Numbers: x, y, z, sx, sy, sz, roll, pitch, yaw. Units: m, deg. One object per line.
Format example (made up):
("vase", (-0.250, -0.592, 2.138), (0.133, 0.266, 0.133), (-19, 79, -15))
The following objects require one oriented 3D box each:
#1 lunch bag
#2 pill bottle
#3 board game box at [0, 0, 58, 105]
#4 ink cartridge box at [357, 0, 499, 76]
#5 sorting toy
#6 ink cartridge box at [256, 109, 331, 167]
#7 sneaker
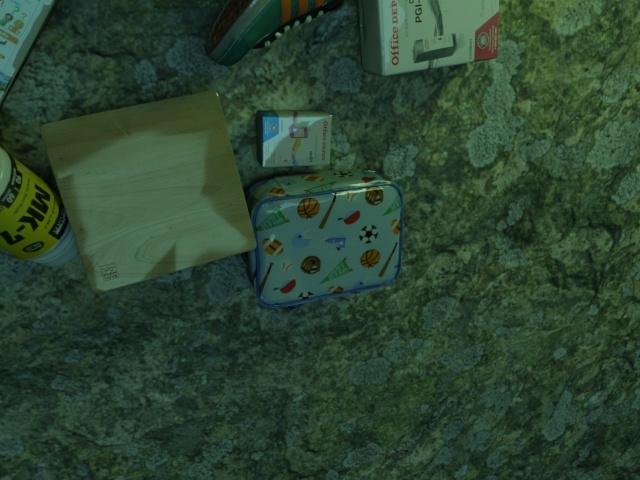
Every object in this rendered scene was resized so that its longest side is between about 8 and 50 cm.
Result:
("lunch bag", (0.000, 0.000, 1.008), (0.304, 0.115, 0.243), (-8, 117, -16))
("pill bottle", (-0.438, -0.042, 0.792), (0.119, 0.119, 0.208), (-31, 156, -3))
("board game box", (-0.519, -0.267, 0.730), (0.224, 0.097, 0.303), (30, 102, -28))
("ink cartridge box", (0.179, -0.370, 0.917), (0.218, 0.092, 0.158), (-12, 115, -11))
("sorting toy", (-0.261, -0.080, 0.871), (0.257, 0.089, 0.255), (-16, 102, -15))
("ink cartridge box", (-0.045, -0.176, 0.949), (0.123, 0.052, 0.088), (-5, 114, -17))
("sneaker", (-0.031, -0.349, 0.786), (0.302, 0.108, 0.121), (-45, 127, 9))
